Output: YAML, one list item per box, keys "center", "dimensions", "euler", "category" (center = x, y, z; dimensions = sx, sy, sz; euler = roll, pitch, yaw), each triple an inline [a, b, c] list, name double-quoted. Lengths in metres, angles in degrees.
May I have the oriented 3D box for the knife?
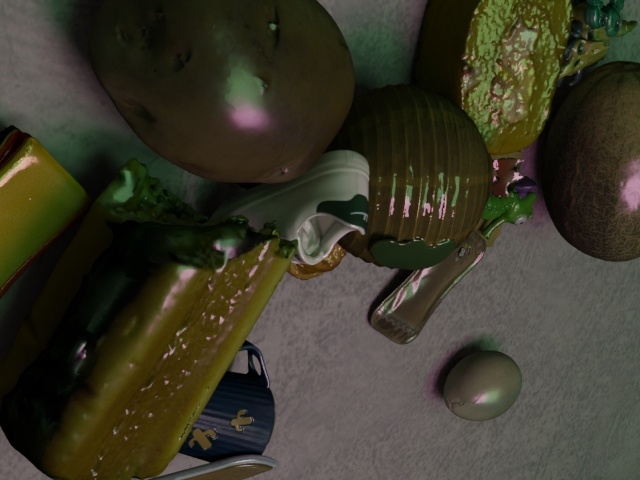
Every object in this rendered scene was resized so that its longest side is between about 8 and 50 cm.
- center: [-0.222, 0.328, 1.508]
  dimensions: [0.343, 0.027, 0.061]
  euler: [-14, 139, -9]
  category: "knife"

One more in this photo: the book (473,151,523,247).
- center: [0.237, -0.068, 1.824]
  dimensions: [0.192, 0.013, 0.168]
  euler: [2, 109, -43]
  category: "book"

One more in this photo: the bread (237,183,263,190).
- center: [-0.076, -0.087, 1.474]
  dimensions: [0.085, 0.085, 0.053]
  euler: [-2, 110, -42]
  category: "bread"

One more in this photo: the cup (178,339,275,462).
- center: [-0.150, 0.210, 1.533]
  dimensions: [0.155, 0.131, 0.177]
  euler: [20, 93, -42]
  category: "cup"

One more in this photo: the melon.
- center: [0.480, -0.125, 1.850]
  dimensions: [0.248, 0.248, 0.329]
  euler: [-20, 124, -35]
  category: "melon"

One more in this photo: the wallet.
- center: [-0.371, 0.000, 1.267]
  dimensions: [0.241, 0.067, 0.141]
  euler: [-48, 140, -7]
  category: "wallet"

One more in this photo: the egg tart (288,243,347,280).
- center: [0.000, 0.000, 1.615]
  dimensions: [0.128, 0.049, 0.129]
  euler: [-20, 122, -36]
  category: "egg tart"

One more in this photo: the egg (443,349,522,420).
- center: [0.273, 0.246, 1.946]
  dimensions: [0.152, 0.114, 0.114]
  euler: [-24, 126, -37]
  category: "egg"

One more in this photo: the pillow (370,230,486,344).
- center: [0.171, 0.068, 1.805]
  dimensions: [0.217, 0.033, 0.130]
  euler: [-50, 138, 3]
  category: "pillow"

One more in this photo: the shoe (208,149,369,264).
- center: [-0.045, -0.012, 1.424]
  dimensions: [0.265, 0.110, 0.095]
  euler: [-32, 144, 34]
  category: "shoe"

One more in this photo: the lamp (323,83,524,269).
- center: [0.131, -0.088, 1.533]
  dimensions: [0.284, 0.250, 0.250]
  euler: [-3, 116, -9]
  category: "lamp"

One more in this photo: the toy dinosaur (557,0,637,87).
- center: [0.435, -0.345, 1.816]
  dimensions: [0.259, 0.094, 0.153]
  euler: [-30, 129, -39]
  category: "toy dinosaur"

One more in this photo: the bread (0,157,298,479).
- center: [-0.220, 0.106, 1.341]
  dimensions: [0.251, 0.208, 0.377]
  euler: [18, 105, -51]
  category: "bread"

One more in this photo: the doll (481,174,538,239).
- center: [0.267, -0.051, 1.817]
  dimensions: [0.190, 0.050, 0.115]
  euler: [3, 118, -35]
  category: "doll"

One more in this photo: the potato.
- center: [-0.095, -0.189, 1.296]
  dimensions: [0.326, 0.221, 0.243]
  euler: [29, 57, -49]
  category: "potato"

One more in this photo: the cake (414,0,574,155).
- center: [0.235, -0.254, 1.627]
  dimensions: [0.179, 0.156, 0.261]
  euler: [6, 102, -28]
  category: "cake"
